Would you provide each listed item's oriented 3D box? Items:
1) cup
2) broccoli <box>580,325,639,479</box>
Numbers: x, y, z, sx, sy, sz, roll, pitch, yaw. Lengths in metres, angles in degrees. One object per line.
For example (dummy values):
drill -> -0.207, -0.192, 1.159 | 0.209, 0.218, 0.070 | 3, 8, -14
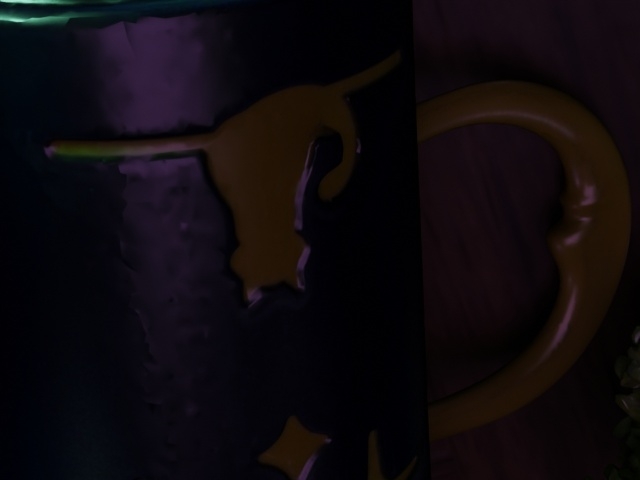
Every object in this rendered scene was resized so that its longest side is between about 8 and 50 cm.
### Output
cup -> -0.020, -0.003, 0.509 | 0.178, 0.255, 0.256 | 16, 121, 35
broccoli -> 0.219, 0.086, 0.504 | 0.226, 0.198, 0.176 | -31, 126, 22
